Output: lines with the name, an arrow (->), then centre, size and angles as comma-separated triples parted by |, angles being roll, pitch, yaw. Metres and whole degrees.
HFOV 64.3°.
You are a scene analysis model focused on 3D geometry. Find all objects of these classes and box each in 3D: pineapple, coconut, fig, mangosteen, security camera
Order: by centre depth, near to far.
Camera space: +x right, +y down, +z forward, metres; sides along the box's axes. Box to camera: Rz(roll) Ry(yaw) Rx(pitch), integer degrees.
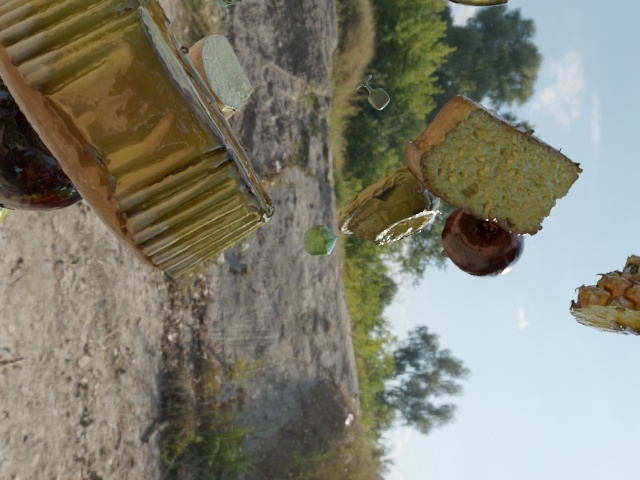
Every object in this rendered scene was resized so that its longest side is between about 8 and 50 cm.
mangosteen -> -0.385, -0.181, 0.688 | 0.231, 0.231, 0.289 | 101, 11, -84
pineapple -> 0.573, 0.090, 0.991 | 0.250, 0.140, 0.164 | 82, 25, -83
fig -> 0.359, 0.014, 1.141 | 0.207, 0.175, 0.175 | 72, 12, -61
security camera -> 0.142, -0.396, 1.375 | 0.092, 0.058, 0.058 | 49, 9, -15
coconut -> 0.000, 0.000, 1.376 | 0.088, 0.096, 0.087 | -15, 90, -80

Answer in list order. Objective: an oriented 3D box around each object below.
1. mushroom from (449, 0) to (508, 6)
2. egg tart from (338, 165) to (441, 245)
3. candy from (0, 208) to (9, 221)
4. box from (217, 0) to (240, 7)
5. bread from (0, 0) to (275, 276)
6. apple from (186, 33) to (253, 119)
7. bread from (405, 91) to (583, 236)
mushroom -> 0.373, -0.727, 1.223 | 0.292, 0.218, 0.211 | 16, 82, -78
egg tart -> 0.180, -0.074, 1.222 | 0.290, 0.290, 0.115 | 91, -26, -72
candy -> -0.639, -0.070, 0.928 | 0.081, 0.187, 0.297 | 129, -16, -67
box -> -0.211, -0.756, 1.418 | 0.162, 0.229, 0.041 | 52, 31, -60
bread -> -0.177, -0.109, 0.493 | 0.288, 0.156, 0.204 | 61, 0, -24
apple -> -0.363, -0.500, 1.683 | 0.309, 0.252, 0.314 | -65, 180, -54
bread -> 0.301, -0.155, 0.961 | 0.194, 0.340, 0.179 | -57, -152, 25
